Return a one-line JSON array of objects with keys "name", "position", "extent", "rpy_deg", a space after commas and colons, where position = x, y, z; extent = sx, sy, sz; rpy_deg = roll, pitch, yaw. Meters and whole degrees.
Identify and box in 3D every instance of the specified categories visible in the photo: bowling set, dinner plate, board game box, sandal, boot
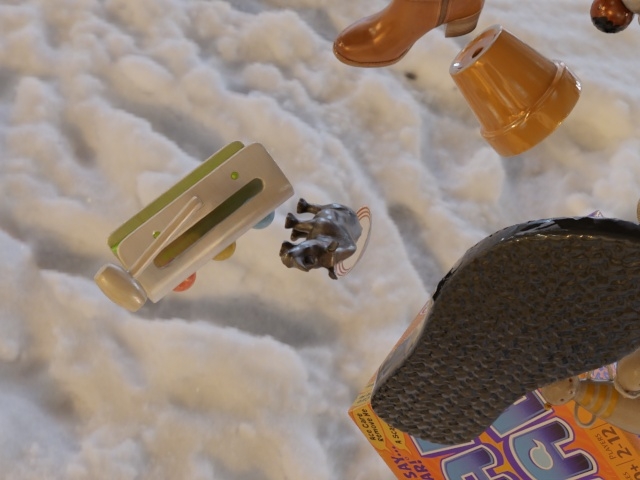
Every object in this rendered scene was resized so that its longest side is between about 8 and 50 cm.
[{"name": "bowling set", "position": [0.363, 0.083, 0.982], "extent": [0.154, 0.200, 0.287], "rpy_deg": [19, 92, -12]}, {"name": "dinner plate", "position": [0.063, 0.004, 1.743], "extent": [0.017, 0.141, 0.141], "rpy_deg": [22, 46, -18]}, {"name": "board game box", "position": [0.336, 0.240, 1.453], "extent": [0.356, 0.356, 0.356], "rpy_deg": [53, 36, -6]}, {"name": "sandal", "position": [0.173, 0.074, 0.941], "extent": [0.168, 0.446, 0.107], "rpy_deg": [28, 55, -8]}, {"name": "boot", "position": [0.152, -0.407, 1.654], "extent": [0.284, 0.220, 0.109], "rpy_deg": [-11, 69, 1]}]

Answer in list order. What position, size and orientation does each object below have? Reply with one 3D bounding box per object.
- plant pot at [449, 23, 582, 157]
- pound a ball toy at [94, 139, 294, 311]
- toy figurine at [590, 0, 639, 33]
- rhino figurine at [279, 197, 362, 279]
[{"name": "plant pot", "position": [0.348, -0.292, 1.800], "extent": [0.188, 0.205, 0.205], "rpy_deg": [42, 46, -17]}, {"name": "pound a ball toy", "position": [-0.184, -0.007, 1.441], "extent": [0.319, 0.208, 0.135], "rpy_deg": [-39, 108, -12]}, {"name": "toy figurine", "position": [0.418, -0.241, 1.078], "extent": [0.209, 0.148, 0.213], "rpy_deg": [-37, 93, -38]}, {"name": "rhino figurine", "position": [0.000, 0.000, 1.355], "extent": [0.106, 0.073, 0.243], "rpy_deg": [10, 18, 6]}]
